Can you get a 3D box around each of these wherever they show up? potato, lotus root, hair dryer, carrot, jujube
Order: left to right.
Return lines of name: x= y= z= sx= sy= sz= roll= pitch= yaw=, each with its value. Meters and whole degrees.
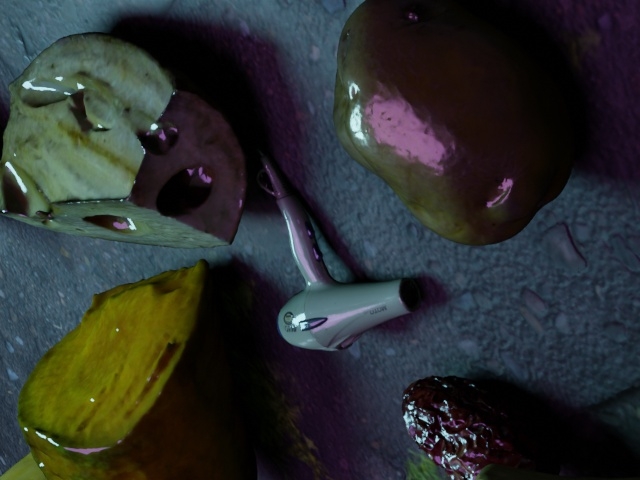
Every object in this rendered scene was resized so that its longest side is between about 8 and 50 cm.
lotus root: x=-0.189 y=-0.089 z=1.443 sx=0.314 sy=0.142 sz=0.210 roll=18 pitch=95 yaw=48
carrot: x=-0.199 y=0.192 z=1.597 sx=0.241 sy=0.241 sz=0.340 roll=20 pitch=135 yaw=41
hair dryer: x=0.016 y=0.008 z=1.352 sx=0.167 sy=0.067 sz=0.199 roll=1 pitch=105 yaw=41
potato: x=0.092 y=-0.093 z=1.078 sx=0.200 sy=0.137 sz=0.154 roll=43 pitch=176 yaw=17
jujube: x=0.136 y=0.175 z=1.285 sx=0.166 sy=0.104 sz=0.104 roll=32 pitch=140 yaw=32

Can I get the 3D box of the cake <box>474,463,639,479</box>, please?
cake: x=0.258 y=0.334 z=1.081 sx=0.321 sy=0.332 sz=0.332 roll=3 pitch=128 yaw=13

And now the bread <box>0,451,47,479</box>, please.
bread: x=-0.288 y=0.446 z=1.825 sx=0.250 sy=0.394 sz=0.361 roll=2 pitch=119 yaw=33
